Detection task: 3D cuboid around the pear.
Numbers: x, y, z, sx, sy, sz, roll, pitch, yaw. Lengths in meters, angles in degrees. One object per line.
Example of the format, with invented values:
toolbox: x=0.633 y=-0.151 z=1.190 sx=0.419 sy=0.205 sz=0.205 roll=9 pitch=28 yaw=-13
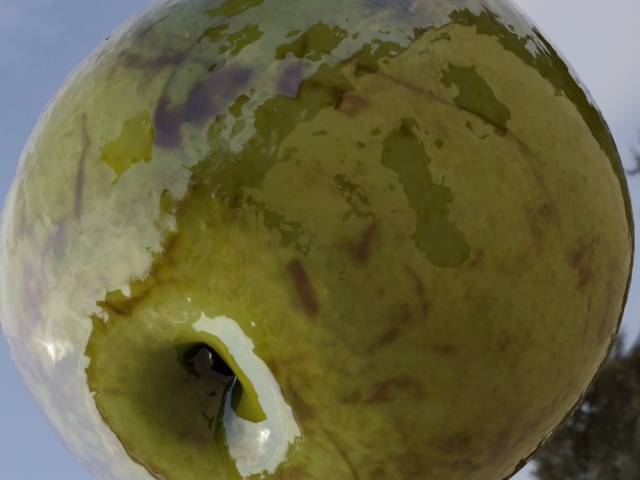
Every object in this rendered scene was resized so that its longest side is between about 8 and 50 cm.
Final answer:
pear: x=0.000 y=0.000 z=0.612 sx=0.283 sy=0.284 sz=0.283 roll=-37 pitch=-35 yaw=-32
